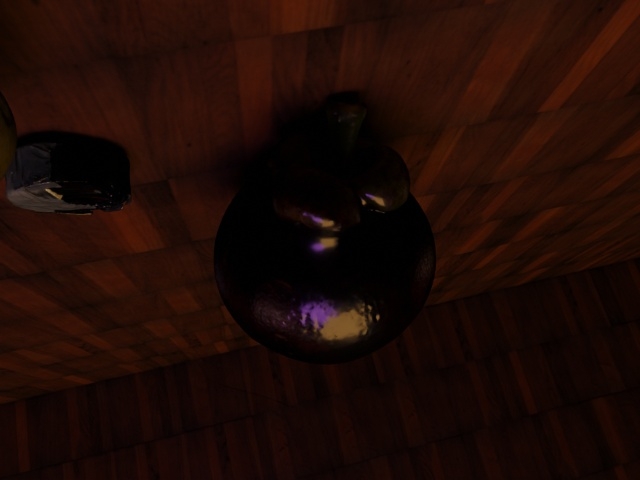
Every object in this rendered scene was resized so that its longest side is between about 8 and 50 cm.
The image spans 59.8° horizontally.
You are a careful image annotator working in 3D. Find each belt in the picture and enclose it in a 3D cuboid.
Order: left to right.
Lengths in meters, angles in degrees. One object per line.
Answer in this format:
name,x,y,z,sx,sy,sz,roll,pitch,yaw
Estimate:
belt,-0.280,-0.069,0.622,0.105,0.058,0.140,-19,166,34

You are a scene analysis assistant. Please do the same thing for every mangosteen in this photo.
mangosteen,0.005,0.014,0.717,0.297,0.296,0.313,-13,165,-4

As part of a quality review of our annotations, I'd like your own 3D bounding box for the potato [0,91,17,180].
potato,-0.309,-0.098,0.360,0.197,0.148,0.228,-5,157,13
